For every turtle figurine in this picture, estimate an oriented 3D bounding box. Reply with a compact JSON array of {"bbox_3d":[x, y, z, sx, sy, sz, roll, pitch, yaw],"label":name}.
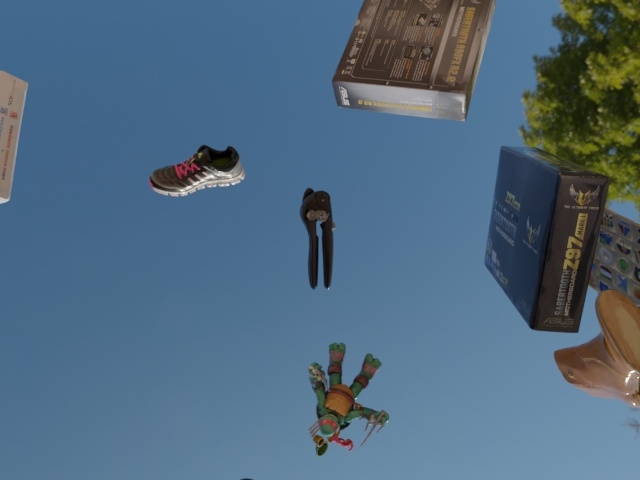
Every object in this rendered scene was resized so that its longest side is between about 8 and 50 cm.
[{"bbox_3d":[0.041,0.303,1.093,0.175,0.118,0.234,35,-150,-3],"label":"turtle figurine"}]

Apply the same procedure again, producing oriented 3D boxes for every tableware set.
[{"bbox_3d":[0.040,0.419,1.279,0.024,0.104,0.154,22,-134,41],"label":"tableware set"}]

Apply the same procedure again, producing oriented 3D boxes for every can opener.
[{"bbox_3d":[0.000,0.000,0.983,0.059,0.073,0.186,-5,-75,7],"label":"can opener"}]

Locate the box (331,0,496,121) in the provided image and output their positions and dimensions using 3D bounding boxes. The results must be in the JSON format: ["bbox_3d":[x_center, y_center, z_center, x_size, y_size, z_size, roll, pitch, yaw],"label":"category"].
[{"bbox_3d":[0.137,-0.282,0.790,0.183,0.056,0.231,11,-115,18],"label":"box"}]

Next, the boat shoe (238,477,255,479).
[{"bbox_3d":[-0.153,0.471,0.911,0.066,0.066,0.183,6,-163,28],"label":"boat shoe"}]

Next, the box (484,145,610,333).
[{"bbox_3d":[0.273,-0.015,0.712,0.059,0.232,0.183,4,-72,0],"label":"box"}]

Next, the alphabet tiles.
[{"bbox_3d":[0.788,0.087,1.454,0.011,0.342,0.285,-22,-150,-10],"label":"alphabet tiles"}]

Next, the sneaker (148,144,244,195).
[{"bbox_3d":[-0.216,-0.129,0.980,0.170,0.075,0.063,-11,-127,-18],"label":"sneaker"}]

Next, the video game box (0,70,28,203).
[{"bbox_3d":[-0.520,-0.131,0.817,0.205,0.048,0.187,-11,-112,28],"label":"video game box"}]

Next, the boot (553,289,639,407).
[{"bbox_3d":[0.536,0.217,1.082,0.295,0.211,0.104,49,-117,-14],"label":"boot"}]
